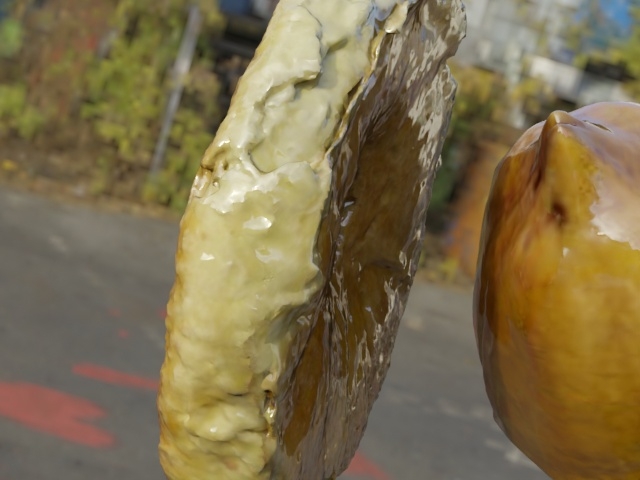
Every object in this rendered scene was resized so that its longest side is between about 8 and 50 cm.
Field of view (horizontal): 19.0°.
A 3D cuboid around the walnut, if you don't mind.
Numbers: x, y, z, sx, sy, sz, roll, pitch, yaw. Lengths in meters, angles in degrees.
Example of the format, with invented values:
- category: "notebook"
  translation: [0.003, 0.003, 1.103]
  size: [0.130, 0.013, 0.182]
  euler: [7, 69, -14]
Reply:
- category: "walnut"
  translation: [0.180, 0.036, 1.112]
  size: [0.209, 0.209, 0.336]
  euler: [23, -21, 37]

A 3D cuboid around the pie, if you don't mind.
- category: "pie"
  translation: [0.000, 0.000, 1.017]
  size: [0.083, 0.339, 0.339]
  euler: [18, 7, 12]
